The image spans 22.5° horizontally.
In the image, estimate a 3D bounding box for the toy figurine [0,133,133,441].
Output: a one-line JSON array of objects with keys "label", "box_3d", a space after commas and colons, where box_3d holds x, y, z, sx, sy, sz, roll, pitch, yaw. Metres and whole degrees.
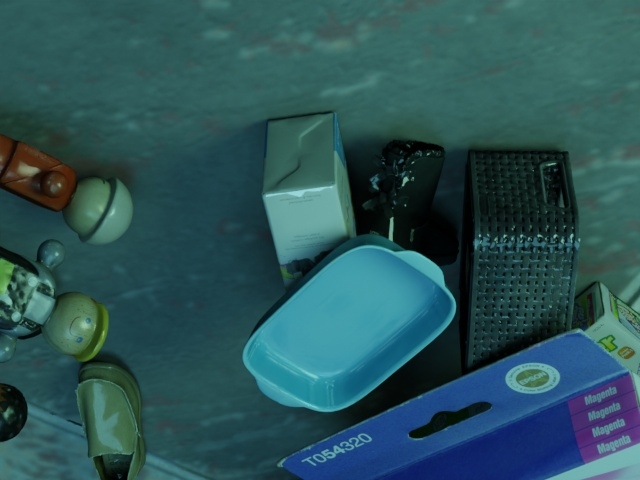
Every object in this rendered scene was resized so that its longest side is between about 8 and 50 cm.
[{"label": "toy figurine", "box_3d": [-0.253, 0.042, 1.290, 0.148, 0.209, 0.213, 28, 124, -25]}]

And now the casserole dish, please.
[{"label": "casserole dish", "box_3d": [0.021, 0.062, 1.269, 0.114, 0.037, 0.188, 33, 121, -25]}]

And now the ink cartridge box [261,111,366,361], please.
[{"label": "ink cartridge box", "box_3d": [0.000, 0.000, 1.311, 0.062, 0.104, 0.181, -7, 128, 7]}]

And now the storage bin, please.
[{"label": "storage bin", "box_3d": [0.159, 0.026, 1.313, 0.084, 0.122, 0.180, 0, 128, 2]}]

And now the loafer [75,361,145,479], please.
[{"label": "loafer", "box_3d": [-0.191, 0.175, 1.487, 0.056, 0.050, 0.148, -7, 127, 7]}]

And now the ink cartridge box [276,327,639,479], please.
[{"label": "ink cartridge box", "box_3d": [0.186, 0.231, 1.393, 0.324, 0.071, 0.330, -28, 134, 32]}]

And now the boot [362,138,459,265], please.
[{"label": "boot", "box_3d": [0.081, -0.031, 1.313, 0.121, 0.045, 0.099, -2, 108, -50]}]

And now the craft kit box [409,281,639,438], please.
[{"label": "craft kit box", "box_3d": [0.254, 0.185, 1.477, 0.247, 0.061, 0.250, 35, 121, -19]}]
